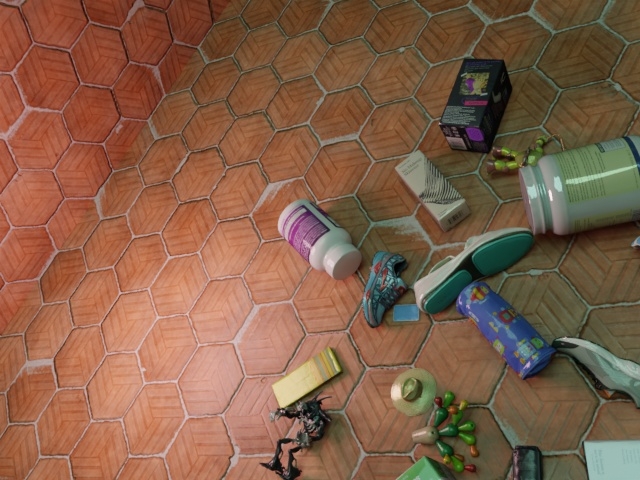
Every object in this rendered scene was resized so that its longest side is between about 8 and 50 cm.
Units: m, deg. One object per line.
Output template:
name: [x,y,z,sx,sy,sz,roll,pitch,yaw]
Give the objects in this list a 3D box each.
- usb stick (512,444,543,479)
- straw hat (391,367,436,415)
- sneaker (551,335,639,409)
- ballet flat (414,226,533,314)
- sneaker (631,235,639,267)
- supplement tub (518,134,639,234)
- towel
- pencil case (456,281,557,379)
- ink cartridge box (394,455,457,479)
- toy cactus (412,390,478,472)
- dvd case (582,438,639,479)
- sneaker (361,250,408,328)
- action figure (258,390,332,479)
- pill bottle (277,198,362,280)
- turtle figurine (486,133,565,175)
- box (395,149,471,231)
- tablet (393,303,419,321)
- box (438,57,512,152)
usb stick: [0.522,0.661,1.513,0.077,0.045,0.277,-9,61,31]
straw hat: [0.263,0.433,1.756,0.145,0.061,0.144,-12,60,21]
sneaker: [0.721,0.331,1.551,0.272,0.100,0.107,28,85,35]
ballet flat: [0.445,0.065,1.825,0.400,0.139,0.139,-37,54,7]
sneaker: [0.909,0.089,1.598,0.086,0.085,0.237,-38,53,38]
supplement tub: [0.742,-0.146,1.686,0.325,0.235,0.235,-12,60,14]
towel: [-0.044,0.444,1.938,0.237,0.021,0.102,-35,49,8]
pencil case: [0.510,0.249,1.688,0.120,0.133,0.306,-22,51,-24]
ink cartridge box: [0.329,0.698,1.489,0.122,0.211,0.289,-41,53,2]
toy cactus: [0.336,0.530,1.654,0.181,0.112,0.218,-22,65,28]
dvd case: [0.775,0.569,1.443,0.253,0.022,0.180,-10,61,23]
sneaker: [0.209,0.152,1.906,0.125,0.104,0.261,3,67,27]
action figure: [-0.070,0.573,1.810,0.164,0.141,0.275,16,74,45]
pill bottle: [0.000,0.000,2.052,0.169,0.169,0.301,-46,53,-1]
turtle figurine: [0.638,-0.236,1.894,0.218,0.087,0.269,9,70,31]
box: [0.369,-0.166,1.993,0.113,0.094,0.275,-38,54,5]
tablet: [0.269,0.227,1.894,0.083,0.006,0.054,-5,62,24]
box: [0.522,-0.452,2.019,0.144,0.165,0.270,13,71,33]
